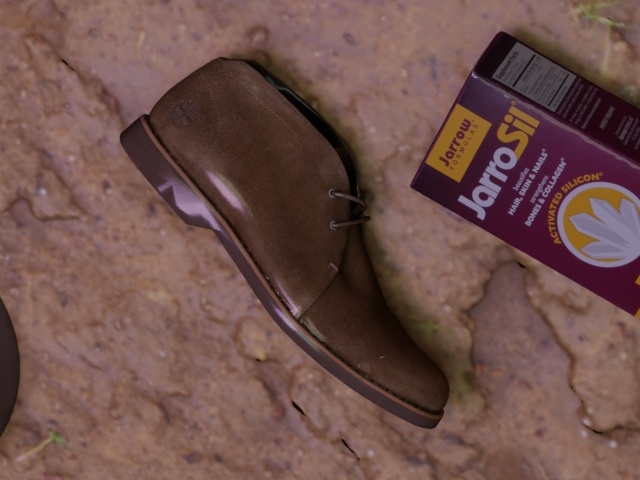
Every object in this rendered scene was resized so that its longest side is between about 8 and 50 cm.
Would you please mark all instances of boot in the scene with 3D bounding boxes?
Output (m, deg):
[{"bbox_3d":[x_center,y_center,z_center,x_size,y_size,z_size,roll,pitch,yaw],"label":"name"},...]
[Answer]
[{"bbox_3d":[0.000,0.000,1.353,0.115,0.112,0.305,-42,89,7],"label":"boot"}]

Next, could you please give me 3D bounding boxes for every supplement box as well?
[{"bbox_3d":[0.171,-0.044,1.300,0.188,0.081,0.104,30,122,4],"label":"supplement box"}]

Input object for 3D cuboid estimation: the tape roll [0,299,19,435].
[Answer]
[{"bbox_3d":[-0.345,0.098,1.465,0.219,0.072,0.219,3,104,13],"label":"tape roll"}]
